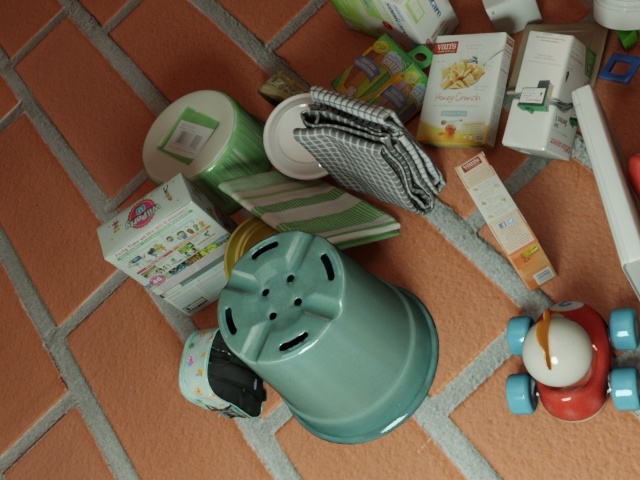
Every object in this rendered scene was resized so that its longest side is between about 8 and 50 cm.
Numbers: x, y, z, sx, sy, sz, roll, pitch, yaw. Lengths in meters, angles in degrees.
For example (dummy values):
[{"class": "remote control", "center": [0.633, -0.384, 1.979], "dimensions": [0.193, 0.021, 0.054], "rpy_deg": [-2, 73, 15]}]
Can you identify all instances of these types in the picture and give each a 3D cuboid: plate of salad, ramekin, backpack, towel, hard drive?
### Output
[{"class": "plate of salad", "center": [-0.027, -0.228, 2.018], "dimensions": [0.199, 0.048, 0.200], "rpy_deg": [-1, 78, 7]}, {"class": "ramekin", "center": [-0.276, -0.212, 2.175], "dimensions": [0.303, 0.148, 0.303], "rpy_deg": [-14, 57, 23]}, {"class": "backpack", "center": [-0.204, 0.261, 1.837], "dimensions": [0.144, 0.188, 0.166], "rpy_deg": [-4, 63, 28]}, {"class": "towel", "center": [-0.022, -0.072, 1.923], "dimensions": [0.325, 0.247, 0.038], "rpy_deg": [36, 127, 39]}, {"class": "towel", "center": [0.098, -0.172, 1.854], "dimensions": [0.235, 0.283, 0.121], "rpy_deg": [25, 78, 38]}, {"class": "hard drive", "center": [0.521, -0.067, 1.582], "dimensions": [0.047, 0.233, 0.353], "rpy_deg": [-20, 55, 21]}]

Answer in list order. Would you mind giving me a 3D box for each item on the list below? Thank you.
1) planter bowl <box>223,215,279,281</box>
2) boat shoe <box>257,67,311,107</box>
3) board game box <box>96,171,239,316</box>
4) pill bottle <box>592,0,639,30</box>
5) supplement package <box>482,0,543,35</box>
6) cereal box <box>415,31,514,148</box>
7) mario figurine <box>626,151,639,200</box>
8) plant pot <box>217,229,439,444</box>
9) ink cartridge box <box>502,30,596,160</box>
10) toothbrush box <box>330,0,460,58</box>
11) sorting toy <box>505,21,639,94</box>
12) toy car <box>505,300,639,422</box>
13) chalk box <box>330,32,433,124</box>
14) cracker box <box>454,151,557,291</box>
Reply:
[{"class": "planter bowl", "center": [-0.084, 0.041, 1.876], "dimensions": [0.217, 0.217, 0.090], "rpy_deg": [-63, 11, -15]}, {"class": "boat shoe", "center": [-0.034, -0.335, 2.137], "dimensions": [0.285, 0.104, 0.089], "rpy_deg": [30, 83, 39]}, {"class": "board game box", "center": [-0.289, 0.018, 1.952], "dimensions": [0.224, 0.303, 0.097], "rpy_deg": [-32, 52, 10]}, {"class": "pill bottle", "center": [0.606, -0.566, 1.772], "dimensions": [0.160, 0.283, 0.160], "rpy_deg": [-6, 39, 5]}, {"class": "supplement package", "center": [0.406, -0.554, 2.010], "dimensions": [0.105, 0.105, 0.179], "rpy_deg": [-20, 55, 17]}, {"class": "cereal box", "center": [0.303, -0.315, 1.923], "dimensions": [0.173, 0.047, 0.240], "rpy_deg": [6, 83, 39]}, {"class": "mario figurine", "center": [0.674, -0.109, 1.512], "dimensions": [0.320, 0.198, 0.170], "rpy_deg": [12, 56, 11]}, {"class": "plant pot", "center": [0.000, 0.165, 1.684], "dimensions": [0.341, 0.334, 0.341], "rpy_deg": [-14, 58, 23]}, {"class": "ink cartridge box", "center": [0.439, -0.272, 1.752], "dimensions": [0.092, 0.160, 0.219], "rpy_deg": [15, 96, 32]}, {"class": "toothbrush box", "center": [0.150, -0.555, 2.093], "dimensions": [0.283, 0.206, 0.122], "rpy_deg": [30, 81, 37]}, {"class": "sorting toy", "center": [0.493, -0.370, 1.896], "dimensions": [0.347, 0.047, 0.196], "rpy_deg": [6, 63, 32]}, {"class": "toy car", "center": [0.399, 0.172, 1.513], "dimensions": [0.219, 0.238, 0.210], "rpy_deg": [-7, 60, 26]}, {"class": "chalk box", "center": [0.158, -0.351, 2.010], "dimensions": [0.213, 0.132, 0.132], "rpy_deg": [-43, 50, 6]}, {"class": "cracker box", "center": [0.348, -0.036, 1.714], "dimensions": [0.067, 0.156, 0.232], "rpy_deg": [-32, 53, 10]}]
